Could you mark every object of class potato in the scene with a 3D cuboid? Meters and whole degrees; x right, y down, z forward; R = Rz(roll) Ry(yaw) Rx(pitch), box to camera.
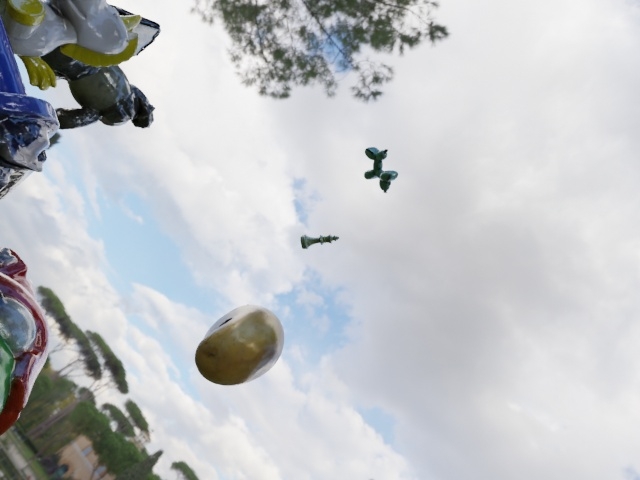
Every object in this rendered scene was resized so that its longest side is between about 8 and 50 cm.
[{"bbox_3d":[-0.142,0.194,0.821,0.146,0.234,0.150,31,-86,-4],"label":"potato"}]

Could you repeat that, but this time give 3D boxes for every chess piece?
[{"bbox_3d":[0.000,0.000,1.696,0.149,0.059,0.059,-5,-63,11],"label":"chess piece"}]

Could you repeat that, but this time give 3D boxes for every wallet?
[{"bbox_3d":[-0.622,-0.649,1.378,0.318,0.172,0.045,6,-86,54],"label":"wallet"}]

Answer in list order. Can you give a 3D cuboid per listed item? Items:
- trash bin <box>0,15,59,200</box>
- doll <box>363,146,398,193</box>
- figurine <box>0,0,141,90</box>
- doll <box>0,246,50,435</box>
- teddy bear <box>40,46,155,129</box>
[{"bbox_3d":[-0.287,-0.130,0.250,0.162,0.184,0.235,-16,-94,36],"label":"trash bin"},{"bbox_3d":[0.217,-0.254,1.585,0.158,0.059,0.160,26,-58,58],"label":"doll"},{"bbox_3d":[-0.318,-0.280,0.560,0.109,0.178,0.130,28,-40,35],"label":"figurine"},{"bbox_3d":[-0.348,0.104,0.385,0.182,0.363,0.160,23,-72,-20],"label":"doll"},{"bbox_3d":[-0.420,-0.287,0.759,0.144,0.171,0.251,28,-36,30],"label":"teddy bear"}]
